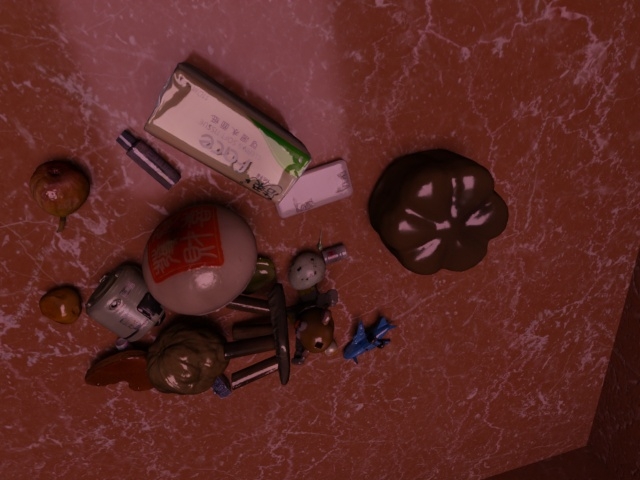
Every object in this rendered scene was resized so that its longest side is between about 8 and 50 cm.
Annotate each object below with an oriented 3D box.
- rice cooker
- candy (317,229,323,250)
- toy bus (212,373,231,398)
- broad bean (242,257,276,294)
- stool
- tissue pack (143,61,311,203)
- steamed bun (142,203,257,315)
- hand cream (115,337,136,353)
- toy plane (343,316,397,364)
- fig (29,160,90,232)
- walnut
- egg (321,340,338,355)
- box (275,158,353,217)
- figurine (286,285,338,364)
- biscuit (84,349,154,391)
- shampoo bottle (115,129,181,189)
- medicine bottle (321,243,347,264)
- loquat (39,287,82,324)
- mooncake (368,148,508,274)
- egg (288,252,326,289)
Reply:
[{"bbox_3d":[-0.654,0.218,1.436,0.226,0.226,0.244,-39,116,7],"label":"rice cooker"},{"bbox_3d":[0.000,0.000,1.594,0.025,0.023,0.083,-23,124,-52],"label":"candy"},{"bbox_3d":[-0.447,0.583,1.753,0.064,0.075,0.191,-28,119,0],"label":"toy bus"},{"bbox_3d":[-0.247,0.133,1.566,0.174,0.082,0.124,-35,122,4],"label":"broad bean"},{"bbox_3d":[-0.229,0.354,1.536,0.226,0.310,0.311,-3,134,-7],"label":"stool"},{"bbox_3d":[-0.261,-0.309,1.191,0.404,0.332,0.205,31,104,-25],"label":"tissue pack"},{"bbox_3d":[-0.392,0.037,1.311,0.374,0.375,0.241,-23,140,-1],"label":"steamed bun"},{"bbox_3d":[-0.752,0.453,1.634,0.076,0.047,0.174,-15,128,-7],"label":"hand cream"},{"bbox_3d":[0.209,0.444,1.833,0.271,0.105,0.254,-46,132,7],"label":"toy plane"},{"bbox_3d":[-0.806,-0.118,1.283,0.159,0.159,0.257,14,130,-20],"label":"fig"},{"bbox_3d":[-0.498,0.445,1.561,0.276,0.253,0.282,25,99,-50],"label":"walnut"},{"bbox_3d":[0.035,0.471,1.816,0.083,0.071,0.071,-19,120,1],"label":"egg"},{"bbox_3d":[-0.030,-0.184,1.479,0.284,0.044,0.142,-19,117,-4],"label":"box"},{"bbox_3d":[-0.031,0.315,1.598,0.166,0.285,0.343,-2,119,-15],"label":"figurine"},{"bbox_3d":[-0.751,0.526,1.644,0.262,0.052,0.277,-28,135,10],"label":"biscuit"},{"bbox_3d":[-0.540,-0.253,1.303,0.072,0.072,0.214,-40,119,8],"label":"shampoo bottle"},{"bbox_3d":[0.054,0.054,1.612,0.091,0.058,0.058,-17,119,-5],"label":"medicine bottle"},{"bbox_3d":[-0.903,0.229,1.440,0.137,0.113,0.137,5,127,6],"label":"loquat"},{"bbox_3d":[0.423,-0.094,1.514,0.466,0.262,0.468,-6,120,-10],"label":"mooncake"},{"bbox_3d":[-0.053,0.122,1.585,0.131,0.131,0.164,25,122,-24],"label":"egg"}]
